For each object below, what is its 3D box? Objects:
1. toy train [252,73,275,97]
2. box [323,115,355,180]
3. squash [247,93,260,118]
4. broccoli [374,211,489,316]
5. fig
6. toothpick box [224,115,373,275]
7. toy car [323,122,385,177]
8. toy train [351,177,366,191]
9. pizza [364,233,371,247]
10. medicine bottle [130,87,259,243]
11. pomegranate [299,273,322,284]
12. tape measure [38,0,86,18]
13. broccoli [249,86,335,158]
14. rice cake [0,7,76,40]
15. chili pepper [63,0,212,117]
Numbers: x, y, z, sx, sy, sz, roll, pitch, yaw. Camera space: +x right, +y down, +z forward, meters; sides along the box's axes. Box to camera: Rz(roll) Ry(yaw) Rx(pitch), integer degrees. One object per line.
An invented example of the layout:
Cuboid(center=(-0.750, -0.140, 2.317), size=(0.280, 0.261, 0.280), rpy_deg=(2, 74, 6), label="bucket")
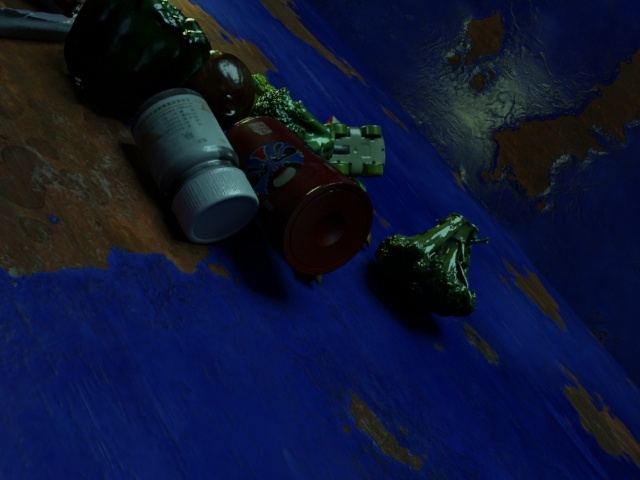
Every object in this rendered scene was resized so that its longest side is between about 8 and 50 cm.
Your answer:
Cuboid(center=(-0.129, -0.421, 2.196), size=(0.249, 0.053, 0.085), rpy_deg=(44, 30, -5), label="toy train")
Cuboid(center=(0.060, -0.276, 2.170), size=(0.182, 0.133, 0.099), rpy_deg=(37, 24, -15), label="box")
Cuboid(center=(-0.193, -0.362, 1.914), size=(0.340, 0.094, 0.095), rpy_deg=(28, 27, -36), label="squash")
Cuboid(center=(0.298, 0.064, 1.799), size=(0.303, 0.283, 0.321), rpy_deg=(37, 2, 7), label="broccoli")
Cuboid(center=(-0.247, -0.340, 1.663), size=(0.205, 0.205, 0.205), rpy_deg=(38, 23, -19), label="fig")
Cuboid(center=(-0.065, -0.100, 1.424), size=(0.204, 0.204, 0.333), rpy_deg=(25, 13, -42), label="toothpick box")
Cuboid(center=(0.061, -0.247, 2.021), size=(0.235, 0.235, 0.145), rpy_deg=(0, 88, -61), label="toy car")
Cuboid(center=(0.042, -0.132, 1.918), size=(0.178, 0.104, 0.071), rpy_deg=(8, 46, -56), label="toy train")
Cuboid(center=(0.076, -0.042, 1.852), size=(0.194, 0.069, 0.154), rpy_deg=(-29, 116, -61), label="pizza")
Cuboid(center=(-0.242, -0.144, 1.338), size=(0.165, 0.165, 0.273), rpy_deg=(10, 43, -56), label="medicine bottle")
Cuboid(center=(0.000, 0.000, 1.558), size=(0.159, 0.159, 0.205), rpy_deg=(34, 53, -26), label="pomegranate")
Cuboid(center=(-0.609, -0.645, 1.541), size=(0.258, 0.130, 0.265), rpy_deg=(32, 55, -25), label="tape measure")
Cuboid(center=(-0.079, -0.242, 1.730), size=(0.241, 0.270, 0.261), rpy_deg=(1, 13, -15), label="broccoli")
Cuboid(center=(-0.567, -0.436, 1.387), size=(0.051, 0.081, 0.290), rpy_deg=(58, 22, -3), label="rice cake")
Cuboid(center=(-0.374, -0.385, 1.414), size=(0.248, 0.257, 0.233), rpy_deg=(27, 23, -41), label="chili pepper")
